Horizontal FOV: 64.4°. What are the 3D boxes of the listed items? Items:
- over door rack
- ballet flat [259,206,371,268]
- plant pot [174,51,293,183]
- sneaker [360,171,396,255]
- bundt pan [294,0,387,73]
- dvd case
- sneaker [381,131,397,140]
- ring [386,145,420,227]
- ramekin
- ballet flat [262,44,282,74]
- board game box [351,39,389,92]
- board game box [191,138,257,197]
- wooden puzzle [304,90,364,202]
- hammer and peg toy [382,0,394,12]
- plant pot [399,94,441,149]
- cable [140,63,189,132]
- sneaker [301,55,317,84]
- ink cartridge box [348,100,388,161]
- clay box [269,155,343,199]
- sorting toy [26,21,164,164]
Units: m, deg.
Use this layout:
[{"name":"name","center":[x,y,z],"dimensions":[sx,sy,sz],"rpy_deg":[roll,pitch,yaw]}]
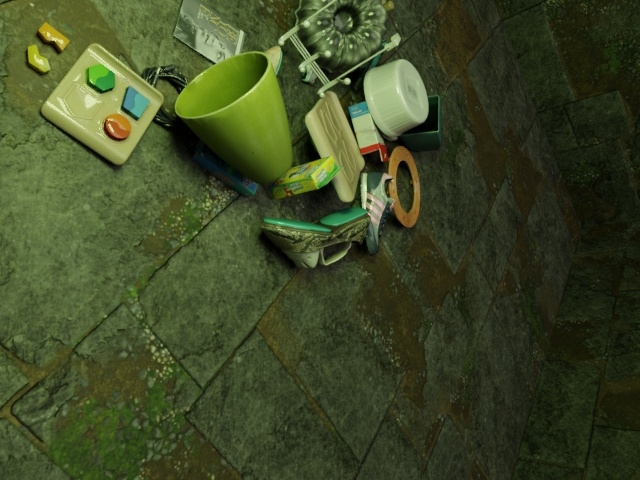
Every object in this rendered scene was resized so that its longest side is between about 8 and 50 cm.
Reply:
[{"name":"over door rack","center":[0.058,-0.631,1.612],"dimensions":[0.239,0.324,0.108],"rpy_deg":[48,24,-29]},{"name":"ballet flat","center":[0.000,0.000,1.666],"dimensions":[0.483,0.164,0.181],"rpy_deg":[-11,111,-48]},{"name":"plant pot","center":[-0.193,-0.304,1.381],"dimensions":[0.293,0.275,0.274],"rpy_deg":[59,45,-42]},{"name":"sneaker","center":[0.220,-0.103,1.896],"dimensions":[0.112,0.131,0.318],"rpy_deg":[38,49,-82]},{"name":"bundt pan","center":[0.082,-0.742,1.723],"dimensions":[0.331,0.124,0.330],"rpy_deg":[-3,103,-12]},{"name":"dvd case","center":[-0.327,-0.614,1.521],"dimensions":[0.221,0.018,0.164],"rpy_deg":[25,65,-41]},{"name":"sneaker","center":[0.267,-0.511,2.070],"dimensions":[0.088,0.093,0.225],"rpy_deg":[-44,115,-43]},{"name":"ring","center":[0.340,-0.220,2.096],"dimensions":[0.337,0.032,0.336],"rpy_deg":[10,78,-59]},{"name":"ramekin","center":[0.295,-0.542,1.921],"dimensions":[0.277,0.135,0.277],"rpy_deg":[20,63,-48]},{"name":"ballet flat","center":[-0.198,-0.498,1.577],"dimensions":[0.106,0.108,0.315],"rpy_deg":[24,64,-32]},{"name":"board game box","center":[0.192,-0.674,1.968],"dimensions":[0.026,0.186,0.126],"rpy_deg":[37,50,5]},{"name":"board game box","center":[-0.260,-0.249,1.500],"dimensions":[0.210,0.047,0.160],"rpy_deg":[35,58,-37]},{"name":"wooden puzzle","center":[0.042,-0.326,1.760],"dimensions":[0.322,0.081,0.348],"rpy_deg":[63,24,-21]},{"name":"hammer and peg toy","center":[0.144,-1.058,2.018],"dimensions":[0.361,0.127,0.265],"rpy_deg":[6,78,-46]},{"name":"plant pot","center":[0.442,-0.478,2.179],"dimensions":[0.234,0.166,0.165],"rpy_deg":[37,54,-63]},{"name":"cable","center":[-0.406,-0.382,1.373],"dimensions":[0.151,0.047,0.184],"rpy_deg":[-26,102,-46]},{"name":"sneaker","center":[-0.035,-0.602,1.815],"dimensions":[0.069,0.038,0.098],"rpy_deg":[18,74,-49]},{"name":"ink cartridge box","center":[0.187,-0.406,1.945],"dimensions":[0.134,0.078,0.230],"rpy_deg":[-30,105,-70]},{"name":"clay box","center":[-0.043,-0.199,1.590],"dimensions":[0.127,0.222,0.053],"rpy_deg":[-50,118,-40]},{"name":"sorting toy","center":[-0.547,-0.355,1.204],"dimensions":[0.307,0.041,0.229],"rpy_deg":[37,62,-30]}]
